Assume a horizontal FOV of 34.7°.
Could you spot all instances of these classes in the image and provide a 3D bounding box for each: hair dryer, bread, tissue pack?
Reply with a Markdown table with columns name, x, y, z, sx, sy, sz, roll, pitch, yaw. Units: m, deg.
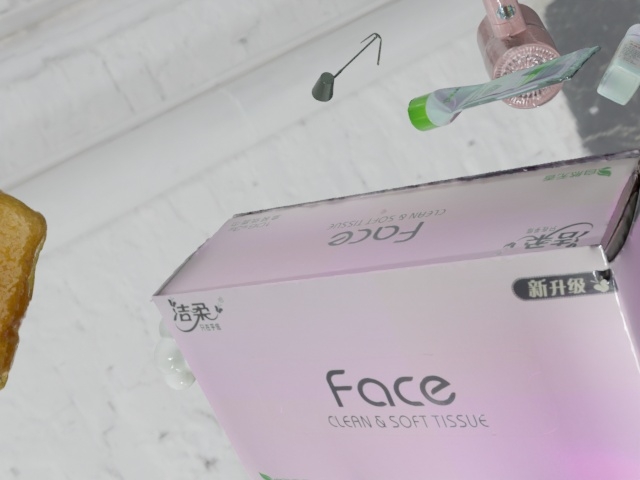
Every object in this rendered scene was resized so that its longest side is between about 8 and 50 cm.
| name | x | y | z | sx | sy | sz | roll | pitch | yaw |
| --- | --- | --- | --- | --- | --- | --- | --- | --- | --- |
| hair dryer | 0.305 | -0.418 | 1.746 | 0.210 | 0.125 | 0.352 | -91 | -21 | -57 |
| bread | -0.377 | 0.060 | 1.015 | 0.174 | 0.245 | 0.121 | 17 | 168 | -8 |
| tissue pack | 0.057 | 0.055 | 0.518 | 0.246 | 0.092 | 0.148 | -8 | 118 | 34 |

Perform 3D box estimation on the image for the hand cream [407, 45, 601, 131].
| name | x | y | z | sx | sy | sz | roll | pitch | yaw |
| --- | --- | --- | --- | --- | --- | --- | --- | --- | --- |
| hand cream | 0.221 | -0.189 | 1.296 | 0.050 | 0.079 | 0.275 | 34 | 152 | -29 |

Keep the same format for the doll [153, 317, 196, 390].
| name | x | y | z | sx | sy | sz | roll | pitch | yaw |
| --- | --- | --- | --- | --- | --- | --- | --- | --- | --- |
| doll | -0.088 | 0.100 | 0.949 | 0.163 | 0.106 | 0.062 | 4 | 165 | 37 |

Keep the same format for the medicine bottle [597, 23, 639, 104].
| name | x | y | z | sx | sy | sz | roll | pitch | yaw |
| --- | --- | --- | --- | --- | --- | --- | --- | --- | --- |
| medicine bottle | 0.474 | -0.274 | 1.562 | 0.055 | 0.118 | 0.074 | 28 | 151 | 10 |

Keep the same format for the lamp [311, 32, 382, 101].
| name | x | y | z | sx | sy | sz | roll | pitch | yaw |
| --- | --- | --- | --- | --- | --- | --- | --- | --- | --- |
| lamp | 0.038 | -0.251 | 1.478 | 0.041 | 0.121 | 0.054 | 44 | 157 | 11 |
